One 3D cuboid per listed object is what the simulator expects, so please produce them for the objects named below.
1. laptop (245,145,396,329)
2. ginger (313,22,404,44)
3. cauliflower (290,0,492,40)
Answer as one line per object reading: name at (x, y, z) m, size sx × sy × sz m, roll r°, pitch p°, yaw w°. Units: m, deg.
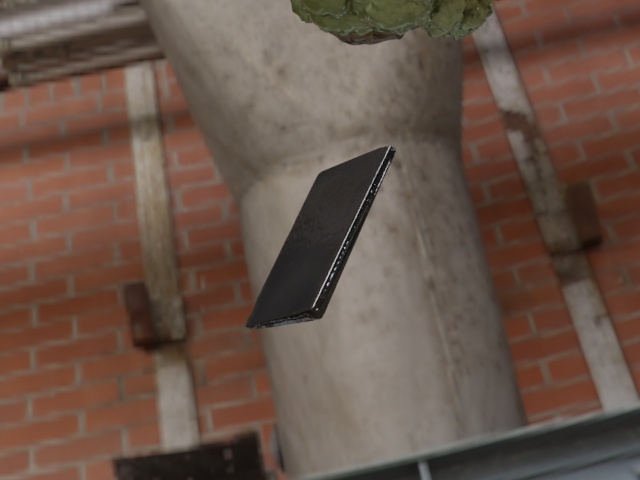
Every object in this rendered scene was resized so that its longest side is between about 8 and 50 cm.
laptop at (0.000, 0.000, 1.467) m, size 0.016 × 0.197 × 0.135 m, roll 37°, pitch -26°, yaw -23°
ginger at (0.069, -0.299, 1.256) m, size 0.165 × 0.321 × 0.172 m, roll 20°, pitch -10°, yaw -7°
cauliflower at (0.059, -0.255, 1.001) m, size 0.281 × 0.327 × 0.260 m, roll -28°, pitch -71°, yaw -24°
